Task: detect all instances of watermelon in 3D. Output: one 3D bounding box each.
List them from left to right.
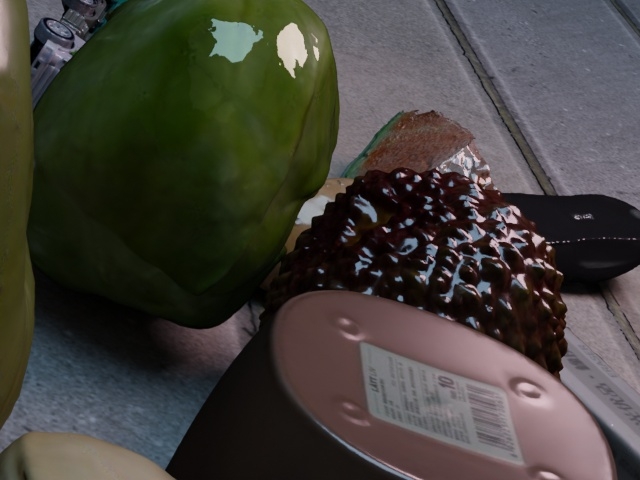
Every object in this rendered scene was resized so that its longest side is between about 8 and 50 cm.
[{"bbox_3d":[0.089,-0.043,1.730,0.146,0.128,0.231,-15,24,-15],"label":"watermelon"}]

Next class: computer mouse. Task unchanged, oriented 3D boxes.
[{"bbox_3d":[0.271,0.000,1.819,0.217,0.073,0.122,1,30,-30],"label":"computer mouse"}]

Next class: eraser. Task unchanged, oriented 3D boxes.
[{"bbox_3d":[0.254,0.168,1.481,0.089,0.061,0.352,1,32,-42],"label":"eraser"}]

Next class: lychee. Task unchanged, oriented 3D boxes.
[{"bbox_3d":[0.085,0.080,1.308,0.271,0.271,0.271,20,25,-10],"label":"lychee"}]

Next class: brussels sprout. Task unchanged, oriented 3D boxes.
[{"bbox_3d":[-0.114,-0.074,1.362,0.247,0.328,0.328,44,23,-9],"label":"brussels sprout"}]

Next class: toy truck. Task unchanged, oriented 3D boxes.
[{"bbox_3d":[-0.239,-0.184,1.683,0.124,0.114,0.253,32,23,-11],"label":"toy truck"}]

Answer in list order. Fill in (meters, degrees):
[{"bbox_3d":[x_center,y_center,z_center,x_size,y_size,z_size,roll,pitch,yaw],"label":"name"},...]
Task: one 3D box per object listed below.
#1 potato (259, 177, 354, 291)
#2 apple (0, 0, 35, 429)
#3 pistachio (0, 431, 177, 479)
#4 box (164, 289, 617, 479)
[{"bbox_3d":[0.000,0.000,1.529,0.178,0.118,0.109,4,-4,-19],"label":"potato"},{"bbox_3d":[-0.357,-0.039,0.885,0.474,0.473,0.473,20,25,-10],"label":"apple"},{"bbox_3d":[-0.128,0.219,0.869,0.187,0.187,0.299,14,24,-22],"label":"pistachio"},{"bbox_3d":[0.042,0.184,1.069,0.301,0.216,0.301,22,25,-11],"label":"box"}]
